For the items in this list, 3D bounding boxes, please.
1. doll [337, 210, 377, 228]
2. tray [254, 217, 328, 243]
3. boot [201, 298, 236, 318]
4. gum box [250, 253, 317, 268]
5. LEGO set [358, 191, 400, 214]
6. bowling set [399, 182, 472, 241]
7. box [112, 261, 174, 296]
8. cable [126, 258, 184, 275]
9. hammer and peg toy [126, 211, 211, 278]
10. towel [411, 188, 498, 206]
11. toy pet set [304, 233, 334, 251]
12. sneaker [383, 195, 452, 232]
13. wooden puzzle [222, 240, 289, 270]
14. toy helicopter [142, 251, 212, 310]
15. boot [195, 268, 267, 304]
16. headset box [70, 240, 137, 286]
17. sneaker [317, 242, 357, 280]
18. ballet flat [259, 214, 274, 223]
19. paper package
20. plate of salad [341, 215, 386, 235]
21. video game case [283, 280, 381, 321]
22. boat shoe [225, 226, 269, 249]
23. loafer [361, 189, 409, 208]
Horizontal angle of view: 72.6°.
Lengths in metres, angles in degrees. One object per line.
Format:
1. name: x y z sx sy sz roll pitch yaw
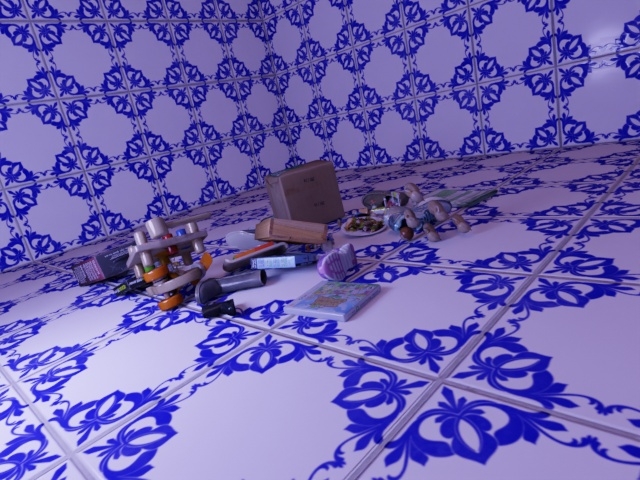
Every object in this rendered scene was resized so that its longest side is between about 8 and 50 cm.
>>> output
1. doll: 0.174 -0.096 2.002 0.189 0.046 0.129 -14 36 -16
2. tray: -0.127 -0.027 1.677 0.203 0.076 0.411 6 -2 -15
3. boot: -0.306 0.209 1.310 0.099 0.045 0.121 -14 8 -12
4. gum box: -0.131 0.075 1.579 0.185 0.041 0.157 -5 0 28
5. LEGO set: 0.301 -0.171 2.069 0.132 0.106 0.287 -21 18 -29
6. bowling set: 0.379 -0.055 1.565 0.287 0.199 0.154 29 19 -9
7. box: -0.704 0.154 1.735 0.191 0.045 0.184 -27 6 -41
8. cable: -0.747 0.133 1.921 0.288 0.072 0.139 -17 0 16
9. hammer and peg toy: -0.532 0.019 1.552 0.266 0.127 0.361 -16 -8 -34
10. towel: 0.629 -0.208 2.074 0.248 0.038 0.325 -23 18 -36
11. toy pet set: 0.000 0.000 1.776 0.122 0.065 0.114 -17 16 -14
12. sneaker: 0.405 -0.088 1.755 0.283 0.110 0.122 -16 33 -5
13. wooden puzzle: -0.254 0.058 1.669 0.239 0.044 0.221 -16 -8 -18
14. toy helicopter: -0.525 0.137 1.601 0.235 0.140 0.355 -29 9 -29
15. boot: -0.298 0.154 1.476 0.209 0.075 0.189 -3 17 8
16. headset box: -0.958 0.103 1.991 0.293 0.110 0.218 -15 11 39
17. sneaker: 0.036 0.078 1.435 0.105 0.095 0.236 -11 7 25
18. ballet flat: -0.191 -0.121 2.320 0.281 0.095 0.096 -15 4 -9
19. paper package: -0.073 -0.217 2.151 0.325 0.309 0.168 -23 18 -29
20. plate of salad: 0.186 -0.072 1.876 0.200 0.048 0.199 -7 24 3
21. video game case: 0.034 0.165 1.237 0.213 0.023 0.193 0 20 38
22. boat shoe: -0.312 -0.018 2.033 0.255 0.095 0.079 -7 18 13
23. loafer: 0.317 -0.207 2.209 0.252 0.094 0.087 -3 14 31
